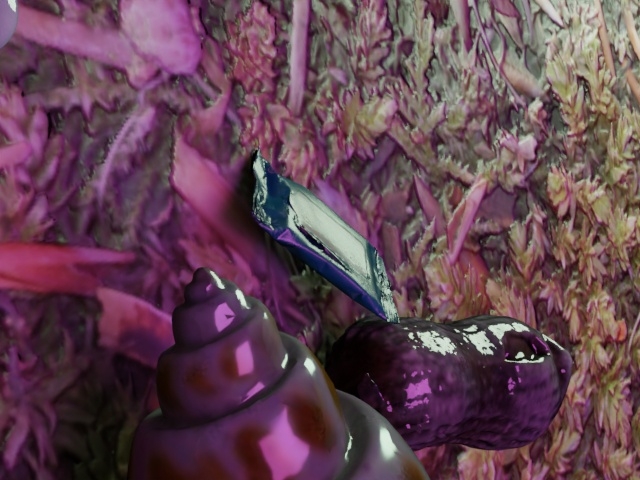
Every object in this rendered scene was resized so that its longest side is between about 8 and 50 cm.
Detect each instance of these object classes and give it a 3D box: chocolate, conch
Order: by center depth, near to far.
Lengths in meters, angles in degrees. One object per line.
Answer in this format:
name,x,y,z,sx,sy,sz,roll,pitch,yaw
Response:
conch,-0.005,0.197,0.525,0.250,0.197,0.367,-13,130,-16
chocolate,0.098,0.107,0.744,0.248,0.110,0.110,11,78,-42

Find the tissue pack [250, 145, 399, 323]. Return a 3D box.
tissue pack,0.000,0.000,0.682,0.138,0.028,0.085,37,25,-25

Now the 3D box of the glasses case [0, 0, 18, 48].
glasses case,-0.213,-0.170,0.486,0.067,0.045,0.178,-43,116,-41
